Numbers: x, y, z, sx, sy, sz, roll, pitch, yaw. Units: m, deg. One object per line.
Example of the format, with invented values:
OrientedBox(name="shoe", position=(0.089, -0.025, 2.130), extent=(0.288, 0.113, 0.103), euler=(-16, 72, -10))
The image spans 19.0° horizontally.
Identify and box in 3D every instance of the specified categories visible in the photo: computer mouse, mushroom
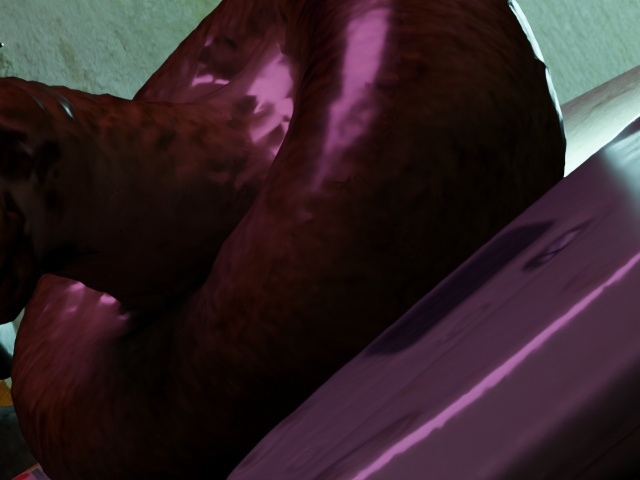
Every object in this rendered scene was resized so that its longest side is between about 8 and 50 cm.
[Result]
OrientedBox(name="computer mouse", position=(0.106, 0.032, 0.665), extent=(0.331, 0.095, 0.197), euler=(-38, 4, -14))
OrientedBox(name="mushroom", position=(-0.072, -0.014, 0.955), extent=(0.331, 0.356, 0.334), euler=(120, 161, -50))

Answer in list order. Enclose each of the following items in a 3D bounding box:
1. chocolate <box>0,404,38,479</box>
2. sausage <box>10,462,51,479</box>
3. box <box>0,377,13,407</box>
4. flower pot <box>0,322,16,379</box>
OrientedBox(name="chocolate", position=(-0.212, 0.169, 1.109), extent=(0.110, 0.110, 0.248), euler=(-27, 7, 32))
OrientedBox(name="sausage", position=(-0.141, 0.154, 1.041), extent=(0.071, 0.071, 0.234), euler=(-26, 5, 45))
OrientedBox(name="box", position=(-0.304, 0.156, 1.302), extent=(0.195, 0.148, 0.177), euler=(-27, -27, 26))
OrientedBox(name="flower pot", position=(-0.331, 0.045, 1.095), extent=(0.267, 0.266, 0.266), euler=(-27, 3, -4))
